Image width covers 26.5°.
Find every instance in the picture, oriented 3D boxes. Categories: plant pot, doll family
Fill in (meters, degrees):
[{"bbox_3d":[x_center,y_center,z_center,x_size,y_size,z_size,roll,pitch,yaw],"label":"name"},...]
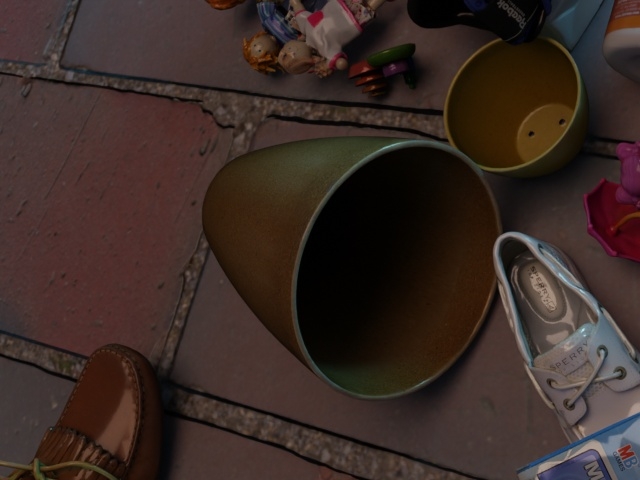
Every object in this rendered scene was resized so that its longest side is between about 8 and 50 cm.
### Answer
[{"bbox_3d":[0.194,-0.112,1.261,0.134,0.095,0.134,-12,67,29],"label":"plant pot"},{"bbox_3d":[-0.038,-0.270,1.480,0.163,0.118,0.263,-41,73,6],"label":"doll family"},{"bbox_3d":[0.000,0.000,1.288,0.254,0.237,0.237,22,85,51],"label":"plant pot"}]

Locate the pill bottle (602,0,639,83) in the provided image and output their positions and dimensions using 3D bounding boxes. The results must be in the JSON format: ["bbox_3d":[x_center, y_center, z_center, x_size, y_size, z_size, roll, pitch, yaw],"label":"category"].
[{"bbox_3d":[0.334,-0.248,1.205,0.121,0.121,0.216,11,79,36],"label":"pill bottle"}]

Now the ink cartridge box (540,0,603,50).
[{"bbox_3d":[0.192,-0.284,1.344,0.198,0.067,0.115,35,94,35],"label":"ink cartridge box"}]

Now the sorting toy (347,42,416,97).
[{"bbox_3d":[0.070,-0.170,1.388,0.102,0.061,0.042,-13,95,66],"label":"sorting toy"}]

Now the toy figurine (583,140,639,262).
[{"bbox_3d":[0.295,-0.037,1.150,0.159,0.130,0.173,11,111,46],"label":"toy figurine"}]

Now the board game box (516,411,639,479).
[{"bbox_3d":[0.347,0.246,0.996,0.302,0.086,0.308,-30,72,21],"label":"board game box"}]

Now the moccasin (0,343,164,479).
[{"bbox_3d":[-0.278,0.283,1.394,0.139,0.147,0.380,27,89,37],"label":"moccasin"}]

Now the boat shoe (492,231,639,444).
[{"bbox_3d":[0.220,0.107,1.162,0.098,0.096,0.277,-39,57,12],"label":"boat shoe"}]

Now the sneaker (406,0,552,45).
[{"bbox_3d":[0.194,-0.274,1.210,0.315,0.127,0.182,-27,52,30],"label":"sneaker"}]
